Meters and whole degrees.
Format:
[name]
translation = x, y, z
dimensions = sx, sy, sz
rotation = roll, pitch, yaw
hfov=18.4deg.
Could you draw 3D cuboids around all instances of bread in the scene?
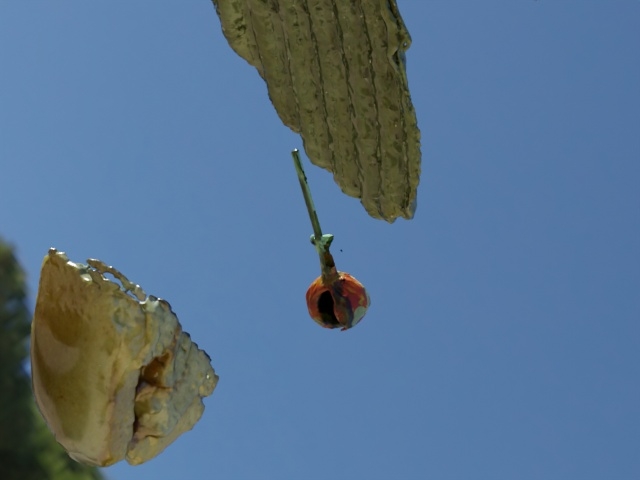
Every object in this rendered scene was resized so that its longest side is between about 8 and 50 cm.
[bread]
translation = -0.149, 0.090, 1.326
dimensions = 0.103, 0.110, 0.156
rotation = 20, -23, 42

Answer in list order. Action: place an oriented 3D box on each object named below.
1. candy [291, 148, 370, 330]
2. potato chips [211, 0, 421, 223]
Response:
[candy]
translation = 0.000, 0.000, 1.672
dimensions = 0.056, 0.049, 0.184
rotation = -9, -58, 10
[potato chips]
translation = -0.015, -0.215, 2.030
dimensions = 0.358, 0.070, 0.429
rotation = 32, -34, 45
